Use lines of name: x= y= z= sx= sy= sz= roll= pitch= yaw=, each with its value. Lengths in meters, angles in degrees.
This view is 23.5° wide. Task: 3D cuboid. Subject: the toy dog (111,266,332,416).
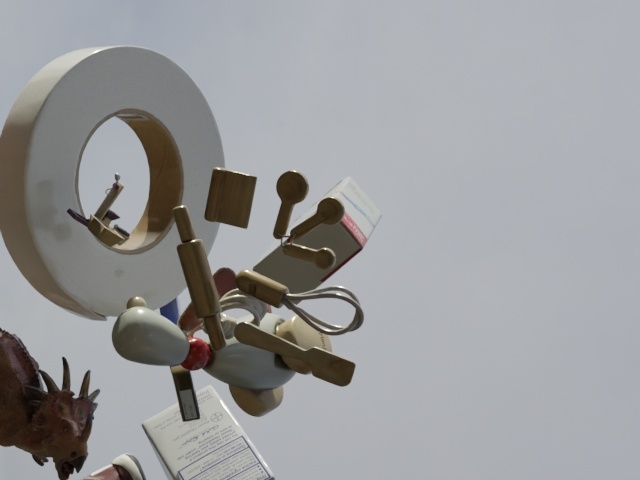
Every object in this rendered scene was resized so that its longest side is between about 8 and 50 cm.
toy dog: x=-0.136 y=0.116 z=2.101 sx=0.334 sy=0.220 sz=0.161 roll=44 pitch=23 yaw=-53

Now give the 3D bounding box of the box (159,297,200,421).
box: x=-0.243 y=0.179 z=2.610 sx=0.136 sy=0.036 sz=0.225 roll=84 pitch=-5 yaw=-47

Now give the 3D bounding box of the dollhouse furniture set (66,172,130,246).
dollhouse furniture set: x=-0.259 y=-0.033 z=2.020 sx=0.091 sy=0.081 sz=0.114 roll=34 pitch=1 yaw=-32

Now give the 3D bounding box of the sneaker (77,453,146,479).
sneaker: x=-0.292 y=0.454 z=2.189 sx=0.106 sy=0.162 sz=0.281 roll=86 pitch=-19 yaw=-58

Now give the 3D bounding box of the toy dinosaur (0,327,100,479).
toy dinosaur: x=-0.400 y=0.192 z=2.016 sx=0.295 sy=0.127 sz=0.200 roll=50 pitch=-56 yaw=6

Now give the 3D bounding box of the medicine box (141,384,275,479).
medicine box: x=-0.164 y=0.452 z=2.712 sx=0.289 sy=0.149 sz=0.263 roll=49 pitch=-17 yaw=49

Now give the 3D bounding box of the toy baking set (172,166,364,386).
toy baking set: x=-0.056 y=0.041 z=1.639 sx=0.197 sy=0.030 sz=0.256 roll=-11 pitch=-87 yaw=23

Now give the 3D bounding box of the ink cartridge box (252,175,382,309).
ink cartridge box: x=0.000 y=0.000 z=1.932 sx=0.127 sy=0.175 sz=0.072 roll=-41 pitch=-86 yaw=18

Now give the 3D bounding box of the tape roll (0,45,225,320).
tape roll: x=-0.291 y=-0.082 z=2.188 sx=0.072 sy=0.392 sz=0.392 roll=4 pitch=-69 yaw=40
